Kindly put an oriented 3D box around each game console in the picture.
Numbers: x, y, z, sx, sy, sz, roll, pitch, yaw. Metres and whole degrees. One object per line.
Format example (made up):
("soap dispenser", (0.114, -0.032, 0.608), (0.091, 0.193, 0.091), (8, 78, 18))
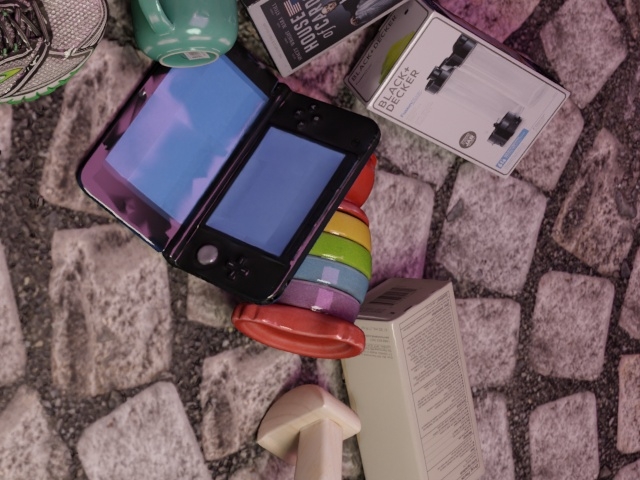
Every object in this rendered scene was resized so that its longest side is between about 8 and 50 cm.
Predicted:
("game console", (-0.109, -0.107, 1.563), (0.293, 0.250, 0.173), (-58, 149, -16))

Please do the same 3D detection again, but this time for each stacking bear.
("stacking bear", (0.000, 0.000, 1.657), (0.175, 0.164, 0.289), (12, 74, 3))

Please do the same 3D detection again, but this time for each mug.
("mug", (-0.176, -0.268, 1.506), (0.158, 0.129, 0.097), (-2, 83, -37))

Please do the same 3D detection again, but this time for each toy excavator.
("toy excavator", (-0.075, 0.454, 1.583), (0.445, 0.433, 0.222), (-45, 122, 8))

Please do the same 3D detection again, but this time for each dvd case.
("dvd case", (0.024, -0.324, 1.600), (0.239, 0.029, 0.179), (-33, 154, -1))

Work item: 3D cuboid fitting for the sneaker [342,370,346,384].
("sneaker", (0.041, 0.166, 1.779), (0.037, 0.032, 0.083), (27, 69, -28))

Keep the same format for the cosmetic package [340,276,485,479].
("cosmetic package", (0.130, 0.223, 1.771), (0.160, 0.113, 0.309), (-27, 113, -46))

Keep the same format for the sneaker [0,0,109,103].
("sneaker", (-0.377, -0.208, 1.358), (0.344, 0.146, 0.134), (-28, 99, -31))

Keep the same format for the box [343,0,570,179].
("box", (0.198, -0.219, 1.775), (0.290, 0.087, 0.169), (24, 111, -35))
